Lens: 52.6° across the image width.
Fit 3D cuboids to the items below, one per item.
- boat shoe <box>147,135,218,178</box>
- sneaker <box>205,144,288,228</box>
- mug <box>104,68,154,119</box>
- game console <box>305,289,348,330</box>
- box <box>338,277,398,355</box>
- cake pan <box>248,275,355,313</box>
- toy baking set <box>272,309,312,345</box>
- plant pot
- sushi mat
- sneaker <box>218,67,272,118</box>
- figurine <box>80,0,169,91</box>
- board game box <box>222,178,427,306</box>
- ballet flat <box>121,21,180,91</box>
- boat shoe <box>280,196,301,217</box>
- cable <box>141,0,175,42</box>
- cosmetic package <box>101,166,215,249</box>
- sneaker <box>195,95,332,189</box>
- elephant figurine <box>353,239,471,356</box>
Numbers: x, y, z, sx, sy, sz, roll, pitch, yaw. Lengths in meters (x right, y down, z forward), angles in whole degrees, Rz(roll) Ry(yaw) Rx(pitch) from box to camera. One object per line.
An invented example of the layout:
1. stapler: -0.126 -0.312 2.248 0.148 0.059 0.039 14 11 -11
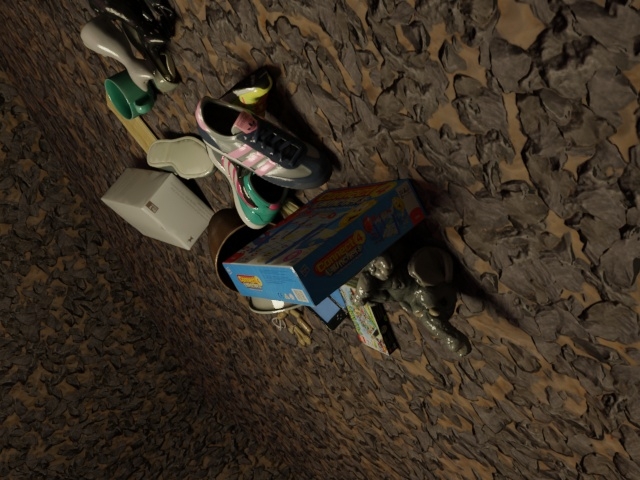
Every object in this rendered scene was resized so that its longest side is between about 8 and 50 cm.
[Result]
1. boat shoe: -0.381 -0.235 1.882 0.319 0.116 0.099 13 178 43
2. sneaker: -0.169 -0.184 1.539 0.178 0.124 0.295 -27 90 54
3. mug: -0.532 -0.415 1.859 0.157 0.097 0.129 50 153 3
4. game console: 0.018 0.162 1.727 0.122 0.107 0.071 43 -179 20
5. box: 0.118 0.188 1.632 0.114 0.036 0.207 17 137 50
6. cake pan: -0.036 0.063 1.438 0.293 0.293 0.054 2 120 58
7. toy baking set: -0.118 0.253 2.102 0.256 0.030 0.196 32 148 35
8. plant pot: -0.224 0.001 1.798 0.230 0.215 0.215 42 156 53
9. sushi mat: -0.600 -0.370 2.115 0.316 0.019 0.151 51 155 4
10. sneaker: -0.144 -0.307 1.406 0.094 0.081 0.208 51 161 -17
11. figurine: -0.465 -0.485 1.557 0.209 0.092 0.215 44 143 -1
12. board game box: 0.000 0.000 1.286 0.308 0.302 0.086 -1 122 58
13. ballet flat: -0.425 -0.486 1.655 0.068 0.072 0.213 -12 117 32
14. boat shoe: -0.058 -0.071 1.595 0.153 0.048 0.056 40 164 38
15. cable: -0.414 -0.561 1.557 0.184 0.047 0.150 43 158 12
16. cosmetic package: -0.541 -0.112 2.136 0.385 0.156 0.217 12 152 50
17. sneaker: -0.126 -0.206 1.357 0.319 0.112 0.131 22 162 12
18. elephant figurine: 0.196 0.094 1.275 0.240 0.186 0.169 18 -176 5
